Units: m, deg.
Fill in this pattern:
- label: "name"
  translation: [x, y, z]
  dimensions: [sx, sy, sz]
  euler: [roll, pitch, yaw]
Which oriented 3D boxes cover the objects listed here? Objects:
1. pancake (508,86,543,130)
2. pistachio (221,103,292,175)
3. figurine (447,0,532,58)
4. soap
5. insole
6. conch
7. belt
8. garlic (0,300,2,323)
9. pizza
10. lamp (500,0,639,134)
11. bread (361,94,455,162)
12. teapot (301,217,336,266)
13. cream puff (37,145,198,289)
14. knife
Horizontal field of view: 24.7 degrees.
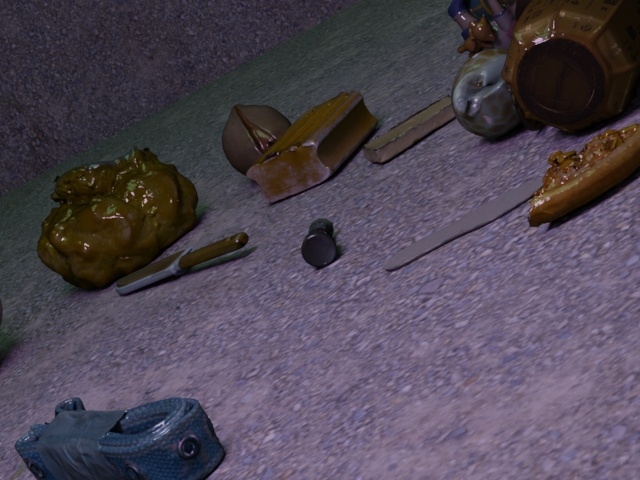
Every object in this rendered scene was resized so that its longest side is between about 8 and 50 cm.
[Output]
- label: "pancake"
  translation: [0.250, -0.187, 1.742]
  dimensions: [0.011, 0.115, 0.115]
  euler: [-8, 25, 33]
- label: "pistachio"
  translation: [-0.100, -0.163, 2.373]
  dimensions: [0.124, 0.124, 0.185]
  euler: [-34, 17, -9]
- label: "figurine"
  translation: [0.315, -0.351, 2.074]
  dimensions: [0.161, 0.158, 0.275]
  euler: [9, -18, -39]
- label: "soap"
  translation: [-0.003, -0.152, 2.231]
  dimensions: [0.140, 0.073, 0.232]
  euler: [-20, 17, 33]
- label: "insole"
  translation: [0.154, -0.016, 1.570]
  dimensions: [0.197, 0.004, 0.065]
  euler: [-29, 14, 10]
- label: "conch"
  translation: [0.220, -0.181, 1.818]
  dimensions: [0.116, 0.106, 0.173]
  euler: [-46, 11, 10]
- label: "belt"
  translation: [-0.202, 0.201, 1.435]
  dimensions: [0.302, 0.072, 0.087]
  euler: [-10, 30, 52]
- label: "garlic"
  translation: [-0.628, 0.142, 2.197]
  dimensions: [0.322, 0.241, 0.322]
  euler: [-18, 59, 33]
- label: "pizza"
  translation: [0.265, -0.074, 1.459]
  dimensions: [0.178, 0.041, 0.131]
  euler: [-32, 12, -4]
- label: "lamp"
  translation: [0.296, -0.216, 1.663]
  dimensions: [0.161, 0.161, 0.185]
  euler: [-23, 17, 31]
- label: "bread"
  translation: [0.133, -0.158, 2.059]
  dimensions: [0.153, 0.028, 0.068]
  euler: [-33, 14, -10]
- label: "teapot"
  translation: [0.000, 0.000, 1.776]
  dimensions: [0.042, 0.043, 0.111]
  euler: [-29, 10, 8]
- label: "cream puff"
  translation: [-0.343, -0.048, 2.370]
  dimensions: [0.281, 0.185, 0.282]
  euler: [-29, 18, 10]
- label: "knife"
  translation: [-0.203, 0.034, 2.104]
  dimensions: [0.343, 0.027, 0.061]
  euler: [-21, 21, 47]
